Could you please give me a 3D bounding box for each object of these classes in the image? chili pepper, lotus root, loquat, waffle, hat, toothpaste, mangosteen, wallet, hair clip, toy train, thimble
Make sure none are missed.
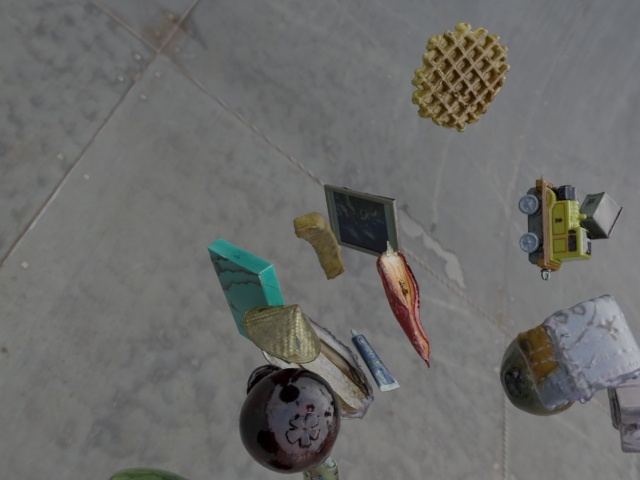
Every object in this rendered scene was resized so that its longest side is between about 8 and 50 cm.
[{"bbox_3d":[0.112,0.083,0.935,0.045,0.027,0.178,-10,67,-26],"label":"chili pepper"},{"bbox_3d":[-0.005,0.310,1.779,0.329,0.078,0.167,45,74,-7],"label":"lotus root"},{"bbox_3d":[0.485,0.291,1.583,0.179,0.179,0.227,50,36,-3],"label":"loquat"},{"bbox_3d":[0.241,-0.282,1.246,0.191,0.191,0.038,31,9,-27],"label":"waffle"},{"bbox_3d":[-0.051,0.133,1.211,0.145,0.067,0.146,23,25,-11],"label":"hat"},{"bbox_3d":[0.124,0.291,1.771,0.057,0.035,0.197,-6,44,-32],"label":"toothpaste"},{"bbox_3d":[-0.059,0.336,1.362,0.209,0.210,0.210,28,43,-30],"label":"mangosteen"},{"bbox_3d":[-0.002,0.535,1.639,0.039,0.155,0.110,-33,42,-33],"label":"wallet"},{"bbox_3d":[0.560,0.286,1.296,0.330,0.085,0.101,-15,101,-67],"label":"hair clip"},{"bbox_3d":[0.470,-0.030,1.443,0.089,0.127,0.220,15,73,-52],"label":"toy train"},{"bbox_3d":[0.350,0.150,0.965,0.151,0.127,0.118,-15,72,-21],"label":"thimble"}]

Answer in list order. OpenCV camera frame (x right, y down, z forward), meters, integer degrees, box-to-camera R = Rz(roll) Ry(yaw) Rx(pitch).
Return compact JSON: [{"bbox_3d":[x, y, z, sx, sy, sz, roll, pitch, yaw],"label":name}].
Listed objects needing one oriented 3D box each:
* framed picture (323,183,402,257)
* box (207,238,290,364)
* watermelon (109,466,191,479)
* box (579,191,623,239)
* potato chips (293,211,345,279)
[{"bbox_3d":[0.126,-0.053,2.153,0.019,0.281,0.209,-30,122,-36],"label":"framed picture"},{"bbox_3d":[-0.125,0.116,1.376,0.042,0.160,0.227,-37,130,-30],"label":"box"},{"bbox_3d":[-0.210,0.494,1.085,0.189,0.331,0.331,-18,69,-6],"label":"watermelon"},{"bbox_3d":[0.571,-0.051,1.488,0.063,0.060,0.085,43,67,-22],"label":"box"},{"bbox_3d":[0.000,0.000,1.517,0.407,0.057,0.080,58,17,-73],"label":"potato chips"}]
